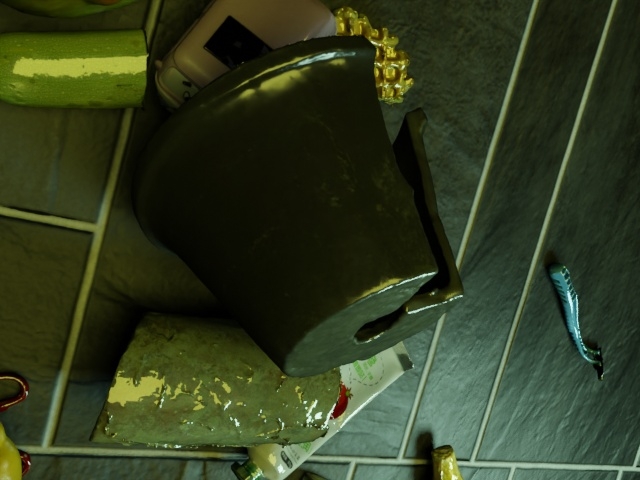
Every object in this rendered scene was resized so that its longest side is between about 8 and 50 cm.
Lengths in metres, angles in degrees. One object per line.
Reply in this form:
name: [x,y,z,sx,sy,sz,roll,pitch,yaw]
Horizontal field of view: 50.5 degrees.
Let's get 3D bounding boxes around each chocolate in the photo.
chocolate: [0.231,0.462,1.201,0.086,0.085,0.219,-18,106,-24]

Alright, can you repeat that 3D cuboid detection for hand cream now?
hand cream: [0.008,0.250,1.039,0.336,0.076,0.121,-37,118,-23]

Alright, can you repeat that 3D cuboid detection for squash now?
squash: [-0.290,-0.190,0.753,0.188,0.095,0.095,-5,105,-22]

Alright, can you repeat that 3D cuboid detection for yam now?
yam: [-0.138,0.181,0.878,0.304,0.168,0.168,10,97,-28]

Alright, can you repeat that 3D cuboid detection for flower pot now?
flower pot: [0.000,0.000,0.764,0.379,0.251,0.379,-23,157,-11]

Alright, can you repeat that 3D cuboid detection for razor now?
razor: [0.479,0.148,1.272,0.253,0.042,0.082,61,30,-25]

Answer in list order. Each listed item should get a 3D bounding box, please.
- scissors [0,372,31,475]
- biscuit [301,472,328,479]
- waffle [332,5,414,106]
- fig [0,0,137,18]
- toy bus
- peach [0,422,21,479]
scissors: [-0.475,0.236,0.796,0.248,0.017,0.144,-2,103,-27]
biscuit: [0.040,0.439,1.098,0.188,0.056,0.052,40,83,-28]
waffle: [0.041,-0.234,0.940,0.192,0.046,0.160,35,84,-29]
fig: [-0.267,-0.377,0.635,0.258,0.258,0.326,-34,99,-17]
toy bus: [-0.091,-0.213,0.801,0.142,0.142,0.202,38,82,-8]
peach: [-0.426,0.272,0.762,0.179,0.103,0.179,-5,103,-24]
